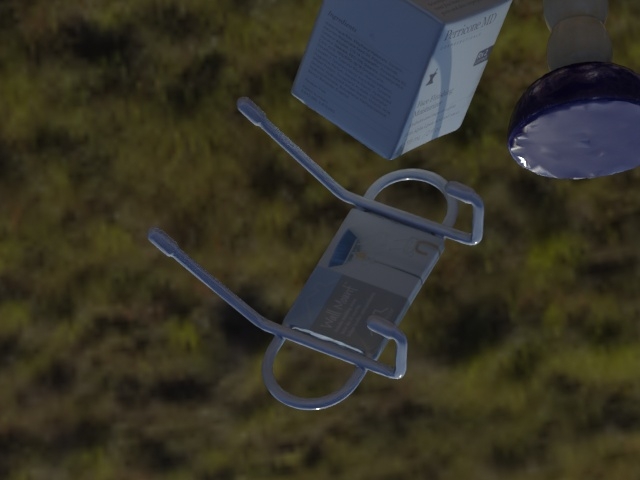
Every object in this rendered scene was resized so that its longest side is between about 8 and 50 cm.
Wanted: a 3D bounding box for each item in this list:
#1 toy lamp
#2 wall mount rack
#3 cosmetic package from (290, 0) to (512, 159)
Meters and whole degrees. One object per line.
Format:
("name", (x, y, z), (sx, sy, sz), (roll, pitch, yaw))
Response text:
("toy lamp", (0.111, -0.166, 0.787), (0.080, 0.274, 0.080), (-3, 154, -1))
("wall mount rack", (0.000, 0.000, 1.900), (0.304, 0.350, 0.130), (20, 146, 19))
("cosmetic package", (0.090, -0.218, 1.933), (0.151, 0.151, 0.183), (-28, 147, -48))
